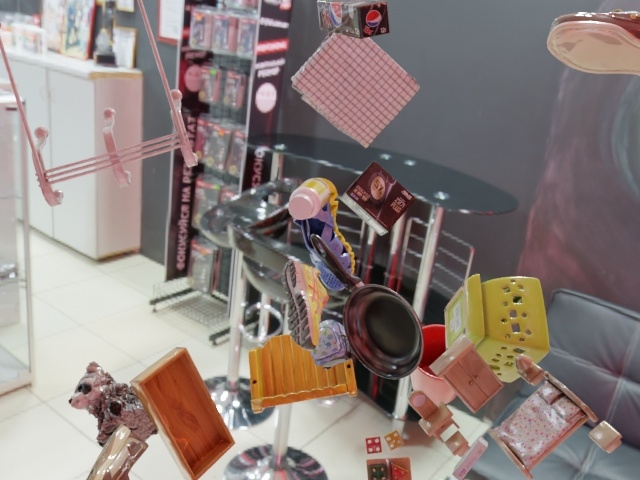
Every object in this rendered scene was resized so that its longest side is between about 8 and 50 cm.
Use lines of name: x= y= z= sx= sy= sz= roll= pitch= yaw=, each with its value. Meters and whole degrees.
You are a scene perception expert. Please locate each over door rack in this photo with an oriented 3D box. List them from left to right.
over door rack: x=-0.345 y=-0.240 z=0.905 sx=0.240 sy=0.324 sz=0.108 roll=-18 pitch=9 yaw=-7

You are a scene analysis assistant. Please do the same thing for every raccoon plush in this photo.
raccoon plush: x=-0.692 y=0.604 z=2.198 sx=0.446 sy=0.216 sz=0.299 roll=21 pitch=17 yaw=-43

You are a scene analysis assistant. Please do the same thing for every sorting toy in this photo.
sorting toy: x=0.207 y=0.709 z=1.764 sx=0.132 sy=0.274 sz=0.046 roll=-4 pitch=-10 yaw=1

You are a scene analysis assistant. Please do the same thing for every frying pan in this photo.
frying pan: x=0.083 y=0.144 z=1.214 sx=0.053 sy=0.197 sz=0.326 roll=-18 pitch=46 yaw=-44

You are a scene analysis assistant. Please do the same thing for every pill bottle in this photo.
pill bottle: x=-0.025 y=-0.081 z=1.186 sx=0.065 sy=0.065 sz=0.116 roll=12 pitch=22 yaw=11

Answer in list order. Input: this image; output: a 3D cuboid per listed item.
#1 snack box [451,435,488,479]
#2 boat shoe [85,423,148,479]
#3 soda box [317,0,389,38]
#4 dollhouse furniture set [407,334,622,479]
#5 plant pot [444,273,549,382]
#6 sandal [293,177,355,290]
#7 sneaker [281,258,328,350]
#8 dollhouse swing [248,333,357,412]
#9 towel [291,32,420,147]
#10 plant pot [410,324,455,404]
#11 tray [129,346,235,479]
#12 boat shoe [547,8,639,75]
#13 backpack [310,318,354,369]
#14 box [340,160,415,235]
snack box: x=0.487 y=0.707 z=1.930 sx=0.037 sy=0.141 sz=0.100 roll=38 pitch=4 yaw=17
boat shoe: x=-0.508 y=0.603 z=1.438 sx=0.123 sy=0.123 sz=0.342 roll=35 pitch=21 yaw=-12
soda box: x=0.054 y=-0.396 z=1.050 sx=0.060 sy=0.053 sz=0.169 roll=-18 pitch=29 yaw=-19
dollhouse furniture set: x=0.390 y=0.385 z=1.293 sx=0.174 sy=0.303 sz=0.355 roll=48 pitch=-1 yaw=-26
plant pot: x=0.465 y=0.231 z=1.623 sx=0.207 sy=0.227 sz=0.228 roll=11 pitch=54 yaw=-5
sandal: x=0.000 y=0.000 z=1.600 sx=0.126 sy=0.317 sz=0.138 roll=-9 pitch=21 yaw=27
sneaker: x=-0.019 y=0.135 z=1.270 sx=0.094 sy=0.081 sz=0.208 roll=11 pitch=54 yaw=-31
dollhouse swing: x=-0.072 y=0.407 z=1.947 sx=0.347 sy=0.305 sz=0.315 roll=-10 pitch=61 yaw=3
towel: x=0.089 y=-0.424 z=1.595 sx=0.284 sy=0.235 sz=0.121 roll=36 pitch=22 yaw=-22
plant pot: x=0.480 y=0.524 z=2.420 sx=0.275 sy=0.243 sz=0.275 roll=0 pitch=43 yaw=0
tray: x=-0.466 y=0.594 z=2.036 sx=0.076 sy=0.410 sz=0.203 roll=-6 pitch=22 yaw=44
boat shoe: x=0.605 y=-0.400 z=1.182 sx=0.324 sy=0.116 sz=0.096 roll=8 pitch=64 yaw=-4
backpack: x=0.022 y=0.271 z=1.588 sx=0.084 sy=0.105 sz=0.114 roll=39 pitch=32 yaw=-50
box: x=0.179 y=-0.131 z=1.855 sx=0.180 sy=0.147 sz=0.077 roll=43 pitch=-16 yaw=-2
